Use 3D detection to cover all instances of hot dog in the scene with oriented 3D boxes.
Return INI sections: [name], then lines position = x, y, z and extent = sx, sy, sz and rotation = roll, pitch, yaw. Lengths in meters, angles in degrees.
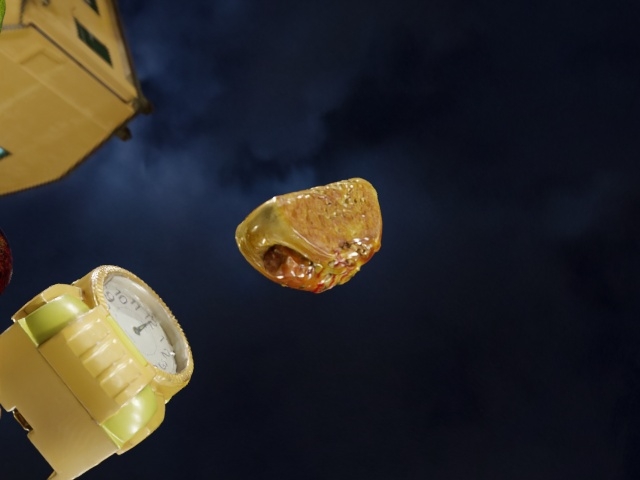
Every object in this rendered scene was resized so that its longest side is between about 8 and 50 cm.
[hot dog]
position = 0.000, 0.000, 1.170
extent = 0.150, 0.257, 0.153
rotation = -34, -102, 45

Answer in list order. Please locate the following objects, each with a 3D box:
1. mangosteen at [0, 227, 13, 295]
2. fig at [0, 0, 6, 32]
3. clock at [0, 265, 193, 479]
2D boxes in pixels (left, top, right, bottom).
[mangosteen]
position = -0.716, 0.051, 1.359
extent = 0.261, 0.235, 0.235
rotation = -19, -116, 25
[fig]
position = -0.435, -0.292, 0.823
extent = 0.203, 0.203, 0.235
rotation = 3, -130, 22
[clock]
position = -0.324, 0.170, 1.083
extent = 0.200, 0.317, 0.244
rotation = -33, -84, 12
